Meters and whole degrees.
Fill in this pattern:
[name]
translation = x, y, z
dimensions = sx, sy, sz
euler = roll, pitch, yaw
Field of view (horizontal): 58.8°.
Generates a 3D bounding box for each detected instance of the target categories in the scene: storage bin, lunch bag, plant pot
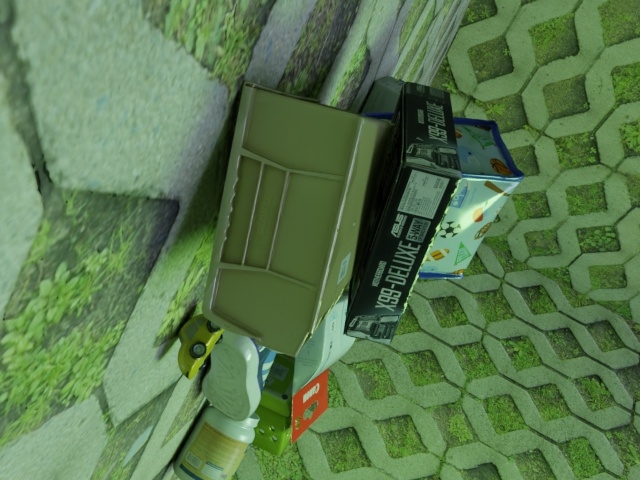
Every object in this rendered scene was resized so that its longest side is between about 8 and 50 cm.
[storage bin]
translation = -0.014, -0.035, 0.677
dimensions = 0.262, 0.123, 0.260
euler = -37, 142, -73
[lunch bag]
translation = 0.167, -0.083, 1.194
dimensions = 0.238, 0.386, 0.327
euler = -101, -159, -43
[plant pot]
translation = -0.152, 0.437, 1.642
dimensions = 0.227, 0.228, 0.207
euler = -54, 164, -51

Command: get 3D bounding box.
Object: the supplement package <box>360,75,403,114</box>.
[supplement package]
translation = 0.159, -0.248, 1.397
dimensions = 0.261, 0.145, 0.204
euler = -63, 174, 25

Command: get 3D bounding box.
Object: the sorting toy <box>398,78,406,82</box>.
[sorting toy]
translation = 0.242, -0.446, 1.699
dimensions = 0.061, 0.042, 0.102
euler = -64, 174, 27

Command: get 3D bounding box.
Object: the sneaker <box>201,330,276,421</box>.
[sneaker]
translation = -0.123, 0.210, 1.170
dimensions = 0.236, 0.130, 0.322
euler = -49, 162, -40

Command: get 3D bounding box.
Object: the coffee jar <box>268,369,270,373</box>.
[coffee jar]
translation = -0.186, 0.330, 1.410
dimensions = 0.079, 0.096, 0.184
euler = -60, 176, 12

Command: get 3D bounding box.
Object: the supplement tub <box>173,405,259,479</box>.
[supplement tub]
translation = -0.251, 0.496, 1.387
dimensions = 0.199, 0.144, 0.144
euler = -60, 174, -7

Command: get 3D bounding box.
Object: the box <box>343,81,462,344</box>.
[box]
translation = 0.112, -0.040, 0.831
dimensions = 0.242, 0.077, 0.307
euler = -79, -177, -51

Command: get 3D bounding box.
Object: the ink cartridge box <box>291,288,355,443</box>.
[ink cartridge box]
translation = 0.019, 0.346, 1.610
dimensions = 0.308, 0.091, 0.384
euler = -8, 102, -70

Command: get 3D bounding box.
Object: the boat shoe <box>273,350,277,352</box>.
[boat shoe]
translation = -0.035, 0.051, 1.008
dimensions = 0.096, 0.117, 0.324
euler = -49, -164, 34

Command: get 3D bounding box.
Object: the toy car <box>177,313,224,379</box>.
[toy car]
translation = -0.126, 0.059, 0.822
dimensions = 0.224, 0.053, 0.239
euler = -64, 174, 27
